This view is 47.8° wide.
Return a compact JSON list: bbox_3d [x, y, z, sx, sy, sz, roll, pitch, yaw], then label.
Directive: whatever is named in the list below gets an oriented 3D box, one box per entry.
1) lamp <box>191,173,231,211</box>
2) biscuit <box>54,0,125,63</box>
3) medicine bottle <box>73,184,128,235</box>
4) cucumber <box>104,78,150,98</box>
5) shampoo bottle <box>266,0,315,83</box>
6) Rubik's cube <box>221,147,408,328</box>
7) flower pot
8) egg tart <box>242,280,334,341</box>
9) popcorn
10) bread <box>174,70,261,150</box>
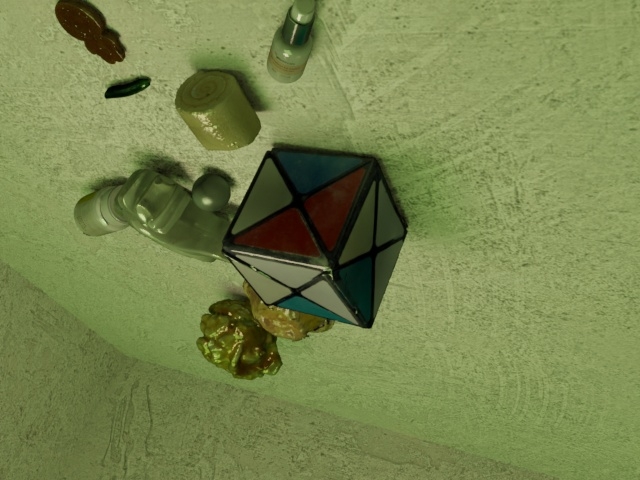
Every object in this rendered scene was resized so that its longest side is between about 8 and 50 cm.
[{"bbox_3d":[-0.291,-0.128,1.925,0.105,0.105,0.105,20,154,10],"label":"lamp"},{"bbox_3d":[-0.498,-0.455,1.566,0.124,0.026,0.175,2,146,41],"label":"biscuit"},{"bbox_3d":[-0.659,-0.094,2.260,0.143,0.143,0.258,40,151,-30],"label":"medicine bottle"},{"bbox_3d":[-0.463,-0.356,1.713,0.184,0.036,0.033,-1,135,40],"label":"cucumber"},{"bbox_3d":[-0.048,-0.361,1.300,0.074,0.074,0.192,26,154,-3],"label":"shampoo bottle"},{"bbox_3d":[0.000,0.000,1.675,0.305,0.307,0.310,9,152,25],"label":"Rubik's cube"},{"bbox_3d":[-0.400,-0.054,2.056,0.367,0.164,0.254,35,164,-21],"label":"flower pot"},{"bbox_3d":[-0.115,0.231,2.414,0.352,0.150,0.352,17,151,10],"label":"egg tart"},{"bbox_3d":[-0.296,0.359,2.655,0.274,0.279,0.335,-8,157,33],"label":"popcorn"},{"bbox_3d":[-0.220,-0.273,1.549,0.148,0.134,0.141,22,157,37],"label":"bread"}]
